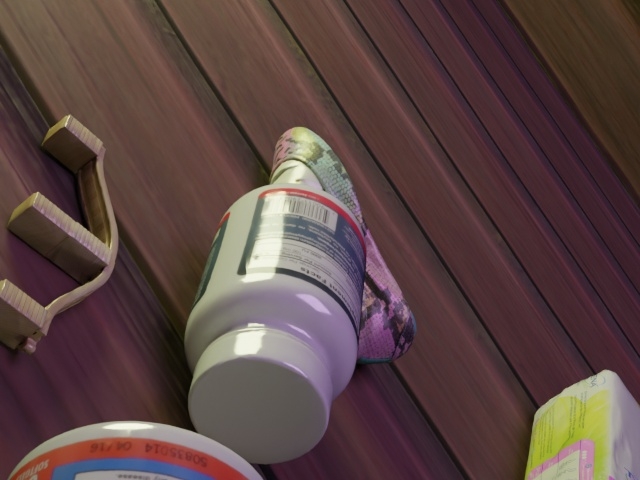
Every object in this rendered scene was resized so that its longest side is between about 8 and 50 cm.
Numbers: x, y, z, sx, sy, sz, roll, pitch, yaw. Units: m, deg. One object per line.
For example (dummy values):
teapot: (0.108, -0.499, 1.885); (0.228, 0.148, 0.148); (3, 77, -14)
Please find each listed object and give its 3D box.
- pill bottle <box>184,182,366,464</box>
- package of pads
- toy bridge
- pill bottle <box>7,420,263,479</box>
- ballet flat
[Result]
pill bottle: (-0.028, 0.051, 0.674); (0.108, 0.108, 0.180); (45, 26, -20)
package of pads: (0.277, 0.271, 0.953); (0.229, 0.101, 0.296); (53, 23, -5)
toy bridge: (-0.149, 0.000, 0.618); (0.063, 0.026, 0.188); (43, 27, -27)
pill bottle: (-0.078, 0.185, 0.384); (0.124, 0.124, 0.221); (41, 26, -27)
ballet flat: (0.000, 0.000, 0.850); (0.079, 0.077, 0.221); (-7, 62, -41)
